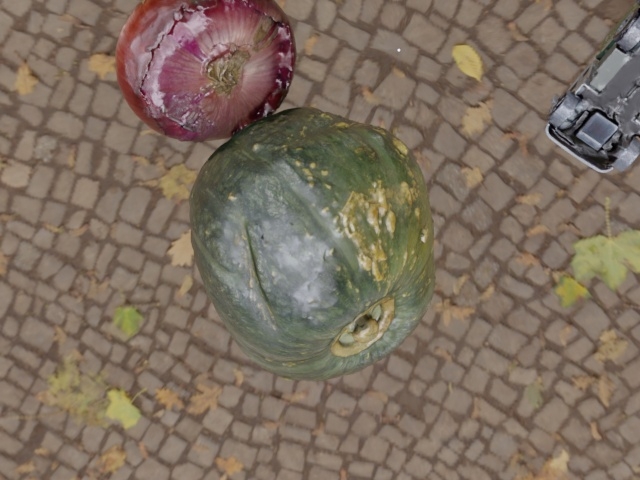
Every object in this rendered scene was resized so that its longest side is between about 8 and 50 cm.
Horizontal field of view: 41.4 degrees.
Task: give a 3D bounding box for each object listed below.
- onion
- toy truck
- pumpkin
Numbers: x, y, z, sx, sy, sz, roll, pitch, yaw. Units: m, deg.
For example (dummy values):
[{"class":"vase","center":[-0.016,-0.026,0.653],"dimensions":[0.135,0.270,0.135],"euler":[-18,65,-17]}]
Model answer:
[{"class":"onion","center":[-0.151,-0.238,1.117],"dimensions":[0.248,0.161,0.248],"euler":[-15,117,-32]},{"class":"toy truck","center":[0.342,-0.193,0.861],"dimensions":[0.114,0.124,0.253],"euler":[35,129,-1]},{"class":"pumpkin","center":[0.000,0.000,0.974],"dimensions":[0.292,0.327,0.257],"euler":[-29,58,-20]}]
